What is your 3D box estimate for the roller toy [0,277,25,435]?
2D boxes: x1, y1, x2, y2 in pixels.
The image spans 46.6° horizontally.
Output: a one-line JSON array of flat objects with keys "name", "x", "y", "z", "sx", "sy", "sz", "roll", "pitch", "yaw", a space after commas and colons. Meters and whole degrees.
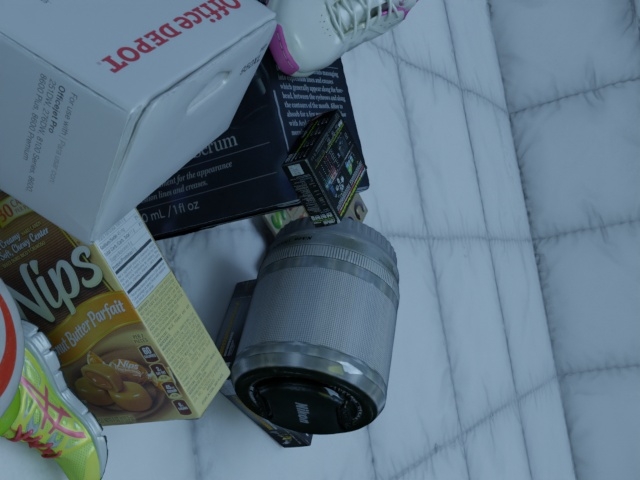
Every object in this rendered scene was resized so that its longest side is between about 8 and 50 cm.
[{"name": "roller toy", "x": -0.379, "y": 0.097, "z": 0.652, "sx": 0.191, "sy": 0.146, "sz": 0.209, "roll": -9, "pitch": 81, "yaw": -69}]

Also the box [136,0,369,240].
[{"name": "box", "x": -0.142, "y": -0.221, "z": 1.021, "sx": 0.212, "sy": 0.294, "sz": 0.395, "roll": -16, "pitch": 93, "yaw": -60}]

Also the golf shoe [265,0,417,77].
[{"name": "golf shoe", "x": 0.035, "y": -0.291, "z": 0.916, "sx": 0.306, "sy": 0.140, "sz": 0.115, "roll": -53, "pitch": 126, "yaw": -51}]

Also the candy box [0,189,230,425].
[{"name": "candy box", "x": -0.257, "y": 0.062, "z": 0.833, "sx": 0.316, "sy": 0.183, "sz": 0.087, "roll": 64, "pitch": 32, "yaw": -22}]

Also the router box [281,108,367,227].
[{"name": "router box", "x": 0.008, "y": -0.088, "z": 0.894, "sx": 0.092, "sy": 0.038, "sz": 0.122, "roll": 61, "pitch": 35, "yaw": -27}]

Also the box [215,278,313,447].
[{"name": "box", "x": -0.077, "y": 0.202, "z": 1.208, "sx": 0.231, "sy": 0.056, "sz": 0.183, "roll": 51, "pitch": 38, "yaw": -37}]

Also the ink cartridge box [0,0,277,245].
[{"name": "ink cartridge box", "x": -0.283, "y": -0.216, "z": 0.712, "sx": 0.395, "sy": 0.166, "sz": 0.285, "roll": 33, "pitch": 39, "yaw": 2}]

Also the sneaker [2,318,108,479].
[{"name": "sneaker", "x": -0.313, "y": 0.194, "z": 0.807, "sx": 0.094, "sy": 0.082, "sz": 0.208, "roll": -41, "pitch": 108, "yaw": -49}]

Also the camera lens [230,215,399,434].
[{"name": "camera lens", "x": 0.000, "y": 0.128, "z": 1.090, "sx": 0.219, "sy": 0.220, "sz": 0.274, "roll": 49, "pitch": 40, "yaw": -39}]

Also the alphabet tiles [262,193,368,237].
[{"name": "alphabet tiles", "x": 0.004, "y": -0.013, "z": 1.404, "sx": 0.285, "sy": 0.011, "sz": 0.342, "roll": 59, "pitch": 39, "yaw": -30}]
